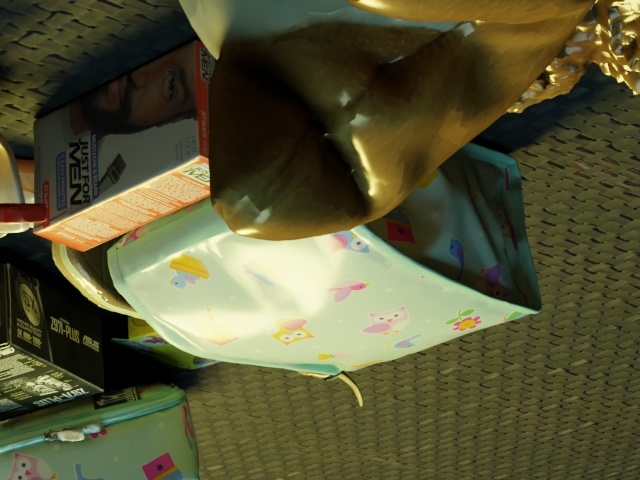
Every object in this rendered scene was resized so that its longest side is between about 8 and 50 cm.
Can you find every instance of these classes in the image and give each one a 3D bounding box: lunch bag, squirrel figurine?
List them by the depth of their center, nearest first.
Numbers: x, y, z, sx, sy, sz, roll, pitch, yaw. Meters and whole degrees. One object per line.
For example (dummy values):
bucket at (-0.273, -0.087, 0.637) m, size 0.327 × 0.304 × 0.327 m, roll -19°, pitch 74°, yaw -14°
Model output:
squirrel figurine at (0.127, -0.195, 0.948) m, size 0.370 × 0.281 × 0.397 m, roll -32°, pitch 159°, yaw 29°
lunch bag at (0.000, 0.000, 1.411) m, size 0.223 × 0.160 × 0.262 m, roll -22°, pitch 155°, yaw 37°
lunch bag at (-0.230, 0.204, 1.778) m, size 0.224 × 0.108 × 0.279 m, roll -12°, pitch 177°, yaw -7°

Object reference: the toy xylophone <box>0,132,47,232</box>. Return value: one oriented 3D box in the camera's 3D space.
toy xylophone at (-0.348, -0.029, 1.251) m, size 0.236 × 0.081 × 0.322 m, roll 2°, pitch -172°, yaw 34°

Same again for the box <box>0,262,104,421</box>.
box at (-0.302, 0.099, 1.639) m, size 0.180 × 0.077 × 0.147 m, roll -18°, pitch 152°, yaw 21°

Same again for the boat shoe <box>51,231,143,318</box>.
boat shoe at (-0.176, 0.033, 1.577) m, size 0.072 × 0.068 × 0.190 m, roll -1°, pitch 159°, yaw 28°

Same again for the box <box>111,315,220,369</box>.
box at (-0.091, 0.071, 1.694) m, size 0.179 × 0.043 × 0.105 m, roll -18°, pitch 152°, yaw 25°

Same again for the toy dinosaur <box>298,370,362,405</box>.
toy dinosaur at (-0.015, 0.110, 1.800) m, size 0.183 × 0.053 × 0.092 m, roll 18°, pitch 164°, yaw -25°

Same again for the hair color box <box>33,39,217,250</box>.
hair color box at (-0.129, -0.064, 1.327) m, size 0.167 × 0.093 × 0.053 m, roll -22°, pitch 150°, yaw 34°

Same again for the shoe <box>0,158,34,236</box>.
shoe at (-0.279, -0.023, 1.440) m, size 0.219 × 0.058 × 0.076 m, roll 2°, pitch 155°, yaw -11°
